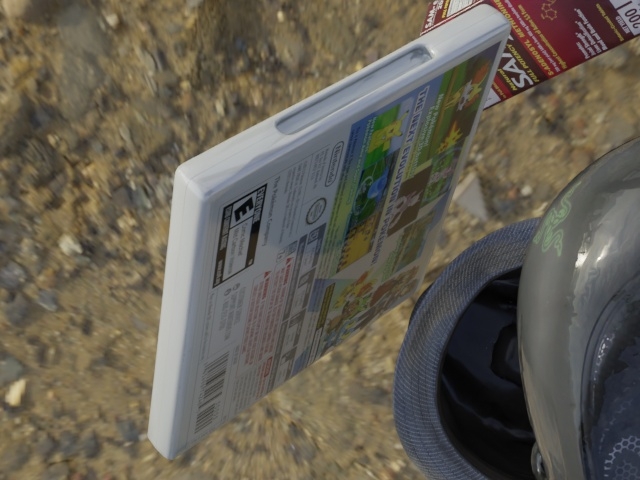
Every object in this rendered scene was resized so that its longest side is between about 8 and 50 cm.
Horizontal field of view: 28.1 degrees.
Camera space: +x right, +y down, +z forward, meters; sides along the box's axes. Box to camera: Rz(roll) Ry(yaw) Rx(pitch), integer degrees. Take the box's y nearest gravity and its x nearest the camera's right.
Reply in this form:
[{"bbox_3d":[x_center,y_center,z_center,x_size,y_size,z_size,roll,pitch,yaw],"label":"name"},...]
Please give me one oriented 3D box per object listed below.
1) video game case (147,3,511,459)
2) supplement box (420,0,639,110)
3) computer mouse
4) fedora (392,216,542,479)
[{"bbox_3d":[0.000,0.000,0.989,0.300,0.329,0.036,-32,62,-32],"label":"video game case"},{"bbox_3d":[0.247,-0.255,1.439,0.130,0.239,0.073,47,39,-24],"label":"supplement box"},{"bbox_3d":[0.125,0.078,0.599,0.072,0.188,0.272,4,109,-1],"label":"computer mouse"},{"bbox_3d":[0.166,0.097,1.040,0.275,0.124,0.243,20,94,-21],"label":"fedora"}]
